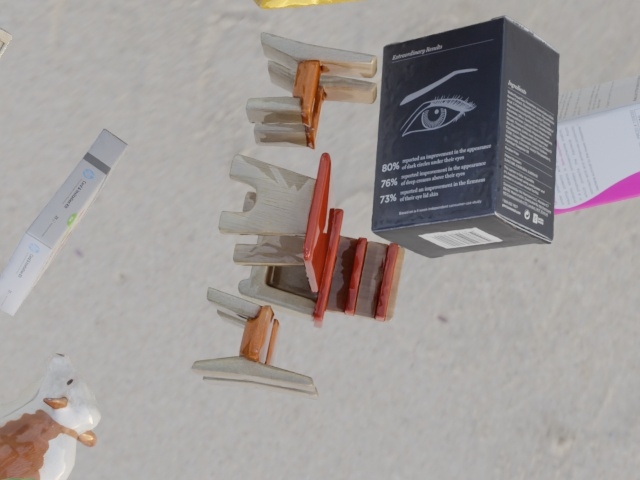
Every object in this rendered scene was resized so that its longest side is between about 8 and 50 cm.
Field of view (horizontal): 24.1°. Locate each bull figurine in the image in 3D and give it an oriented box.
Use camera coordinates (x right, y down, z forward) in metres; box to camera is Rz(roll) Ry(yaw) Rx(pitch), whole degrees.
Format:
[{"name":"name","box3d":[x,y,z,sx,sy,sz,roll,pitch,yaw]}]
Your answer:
[{"name":"bull figurine","box3d":[-0.310,0.247,1.374,0.188,0.101,0.310,11,89,22]}]

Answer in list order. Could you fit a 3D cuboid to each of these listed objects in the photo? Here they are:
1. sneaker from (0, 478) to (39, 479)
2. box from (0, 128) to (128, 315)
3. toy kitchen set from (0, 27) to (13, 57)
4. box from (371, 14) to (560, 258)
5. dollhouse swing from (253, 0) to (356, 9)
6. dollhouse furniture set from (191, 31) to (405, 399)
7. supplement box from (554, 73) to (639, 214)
[{"name":"sneaker","box3d":[-0.177,0.238,0.787,0.134,0.343,0.146,2,107,-18]},{"name":"box","box3d":[-0.294,-0.022,1.681,0.038,0.186,0.145,35,136,-5]},{"name":"toy kitchen set","box3d":[-0.253,-0.167,1.019,0.083,0.075,0.068,28,96,-35]},{"name":"box","box3d":[0.145,-0.099,1.485,0.153,0.108,0.207,-7,70,39]},{"name":"dollhouse swing","box3d":[0.018,-0.431,1.366,0.315,0.347,0.305,-9,128,-22]},{"name":"dollhouse furniture set","box3d":[0.000,0.000,1.205,0.135,0.259,0.262,10,79,4]},{"name":"supplement box","box3d":[0.313,-0.109,1.709,0.220,0.114,0.111,-12,111,20]}]
